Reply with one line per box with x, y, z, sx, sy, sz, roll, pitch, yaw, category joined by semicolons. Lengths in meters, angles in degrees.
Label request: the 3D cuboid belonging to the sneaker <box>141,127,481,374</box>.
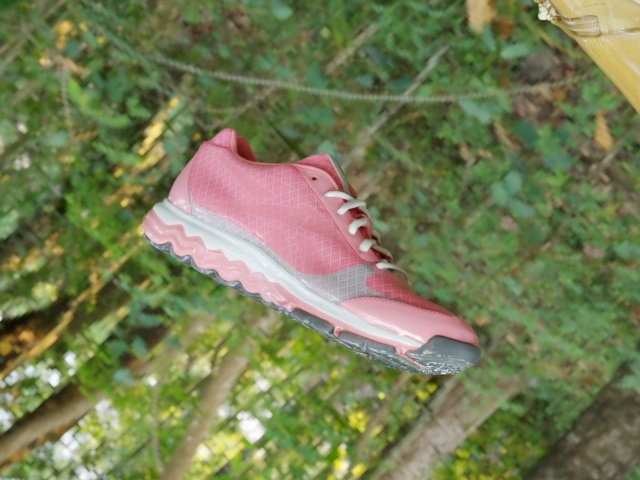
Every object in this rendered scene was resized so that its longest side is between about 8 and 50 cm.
-0.001;0.000;0.951;0.313;0.136;0.116;26;176;26;sneaker

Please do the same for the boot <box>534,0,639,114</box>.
0.211;-0.104;0.668;0.295;0.104;0.211;50;-171;1;boot
